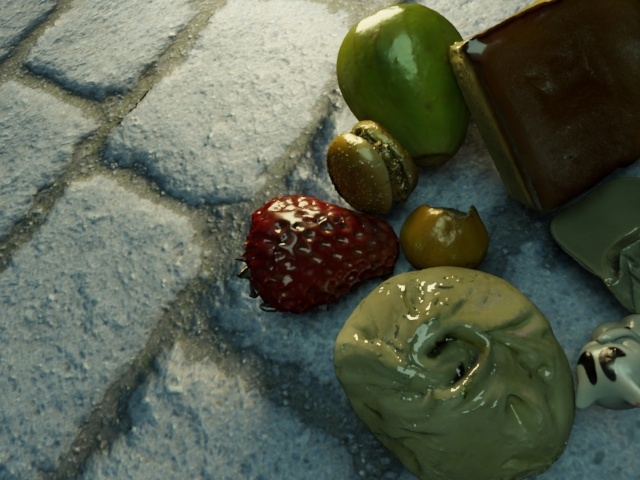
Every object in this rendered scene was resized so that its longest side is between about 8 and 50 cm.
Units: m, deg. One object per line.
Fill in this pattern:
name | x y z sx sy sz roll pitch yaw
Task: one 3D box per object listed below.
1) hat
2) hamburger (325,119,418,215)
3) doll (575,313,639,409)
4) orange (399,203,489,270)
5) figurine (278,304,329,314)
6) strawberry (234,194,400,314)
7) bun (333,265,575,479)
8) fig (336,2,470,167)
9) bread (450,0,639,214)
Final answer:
hat | 0.539 0.013 0.896 0.214 0.149 0.245 -33 25 4
hamburger | 0.097 -0.129 1.001 0.118 0.182 0.191 -42 59 -15
doll | 0.444 0.178 0.776 0.110 0.180 0.107 -33 78 45
orange | 0.222 -0.006 0.934 0.156 0.134 0.157 7 38 -6
figurine | -0.033 0.115 0.996 0.106 0.047 0.060 7 108 11
strawberry | -0.012 0.011 0.951 0.280 0.150 0.253 14 50 19
bun | 0.207 0.191 0.795 0.362 0.234 0.326 31 69 18
fig | 0.179 -0.299 1.043 0.258 0.258 0.326 -21 79 3
bread | 0.427 -0.265 0.919 0.323 0.143 0.333 -33 106 -3
